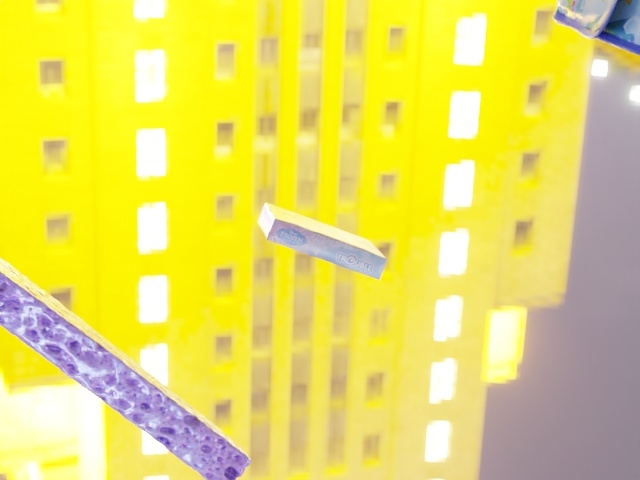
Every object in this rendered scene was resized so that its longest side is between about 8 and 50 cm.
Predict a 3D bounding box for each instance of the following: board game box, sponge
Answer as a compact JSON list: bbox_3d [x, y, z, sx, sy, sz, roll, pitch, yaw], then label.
[{"bbox_3d":[0.000,0.000,1.287,0.090,0.020,0.090,20,-175,-9],"label":"board game box"},{"bbox_3d":[-0.144,0.084,1.117,0.210,0.031,0.117,40,175,-20],"label":"sponge"}]

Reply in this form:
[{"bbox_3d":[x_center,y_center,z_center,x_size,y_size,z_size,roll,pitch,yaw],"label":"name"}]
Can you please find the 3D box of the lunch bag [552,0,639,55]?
[{"bbox_3d":[0.228,-0.178,1.084,0.151,0.128,0.096,29,-164,39],"label":"lunch bag"}]
